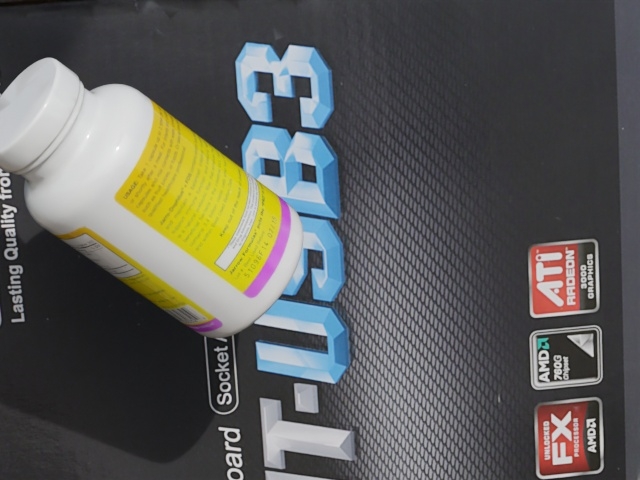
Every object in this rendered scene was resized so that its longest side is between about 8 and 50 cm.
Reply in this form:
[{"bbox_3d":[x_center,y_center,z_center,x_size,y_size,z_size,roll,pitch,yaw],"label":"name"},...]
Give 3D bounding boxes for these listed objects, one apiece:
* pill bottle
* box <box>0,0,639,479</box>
[{"bbox_3d":[-0.047,-0.012,0.500,0.083,0.043,0.043,37,-9,-30],"label":"pill bottle"},{"bbox_3d":[0.015,0.048,0.624,0.293,0.295,0.073,-4,15,-6],"label":"box"}]
